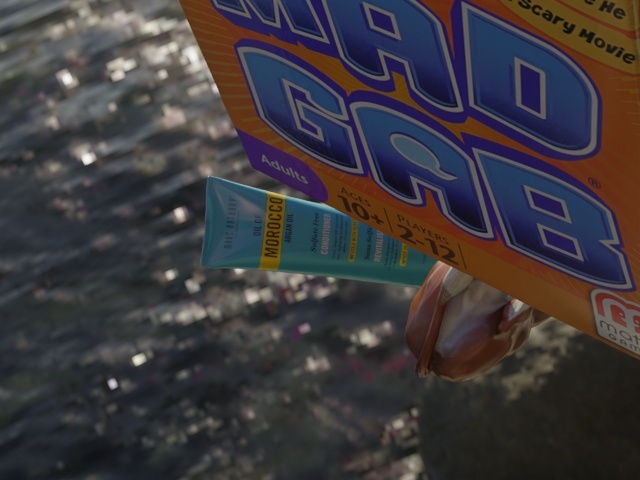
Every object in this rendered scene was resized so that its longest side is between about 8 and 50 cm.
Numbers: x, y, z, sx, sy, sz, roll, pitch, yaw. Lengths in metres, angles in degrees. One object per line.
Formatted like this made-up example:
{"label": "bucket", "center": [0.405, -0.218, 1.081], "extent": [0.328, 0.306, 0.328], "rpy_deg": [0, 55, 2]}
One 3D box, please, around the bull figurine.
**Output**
{"label": "bull figurine", "center": [0.174, -0.014, 1.341], "extent": [0.101, 0.188, 0.310], "rpy_deg": [36, 53, 4]}

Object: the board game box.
{"label": "board game box", "center": [0.148, -0.210, 1.046], "extent": [0.356, 0.356, 0.356], "rpy_deg": [27, 66, 31]}

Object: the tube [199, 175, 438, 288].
{"label": "tube", "center": [0.000, 0.000, 1.481], "extent": [0.207, 0.052, 0.080], "rpy_deg": [9, 66, -15]}
